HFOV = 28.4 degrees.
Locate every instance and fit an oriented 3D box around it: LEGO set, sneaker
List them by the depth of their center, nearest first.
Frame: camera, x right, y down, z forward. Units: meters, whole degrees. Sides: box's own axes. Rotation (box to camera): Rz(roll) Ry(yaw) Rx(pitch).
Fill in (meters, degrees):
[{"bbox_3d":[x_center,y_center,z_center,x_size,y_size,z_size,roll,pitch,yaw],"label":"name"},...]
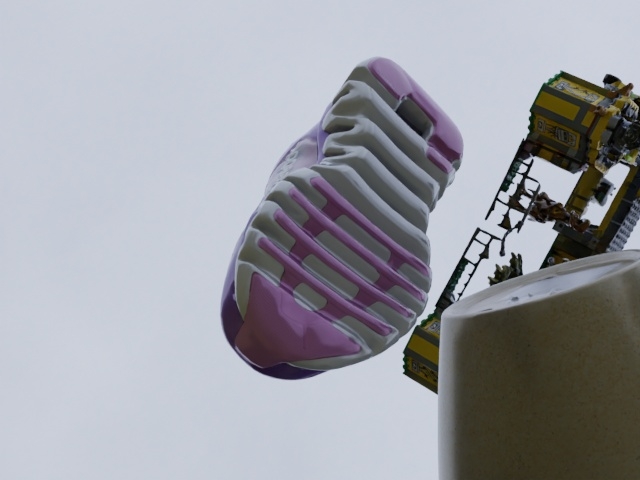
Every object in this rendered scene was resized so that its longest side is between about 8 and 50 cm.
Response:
[{"bbox_3d":[0.000,0.000,0.661,0.095,0.236,0.104,45,-55,-12],"label":"sneaker"},{"bbox_3d":[0.240,0.040,1.035,0.192,0.255,0.331,29,-94,32],"label":"LEGO set"}]

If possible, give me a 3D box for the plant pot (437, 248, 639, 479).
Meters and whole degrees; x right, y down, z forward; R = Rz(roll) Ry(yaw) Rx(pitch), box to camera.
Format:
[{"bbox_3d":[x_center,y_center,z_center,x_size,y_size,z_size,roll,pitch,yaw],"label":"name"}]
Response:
[{"bbox_3d":[0.174,0.153,0.748,0.256,0.256,0.274,-16,-87,35],"label":"plant pot"}]
